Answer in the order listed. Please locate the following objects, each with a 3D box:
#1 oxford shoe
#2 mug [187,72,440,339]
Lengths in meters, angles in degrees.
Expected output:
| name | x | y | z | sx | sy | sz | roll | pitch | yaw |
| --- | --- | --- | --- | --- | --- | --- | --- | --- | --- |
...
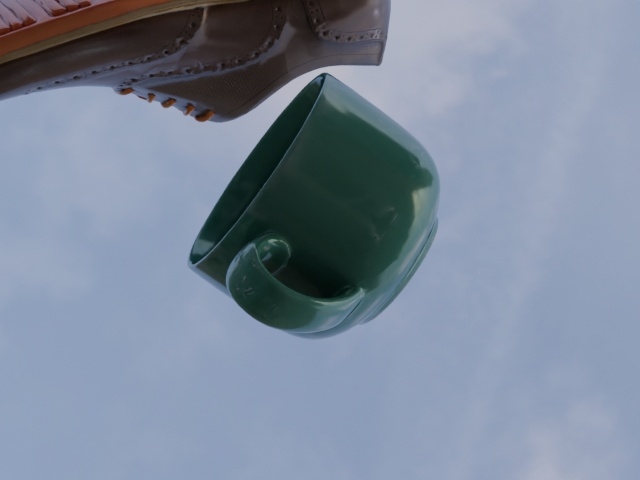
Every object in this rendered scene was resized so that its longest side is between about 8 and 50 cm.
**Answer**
| name | x | y | z | sx | sy | sz | roll | pitch | yaw |
| --- | --- | --- | --- | --- | --- | --- | --- | --- | --- |
| oxford shoe | -0.110 | -0.135 | 1.032 | 0.364 | 0.130 | 0.132 | -16 | -62 | -15 |
| mug | -0.002 | -0.001 | 0.775 | 0.097 | 0.129 | 0.157 | 35 | -117 | -12 |
